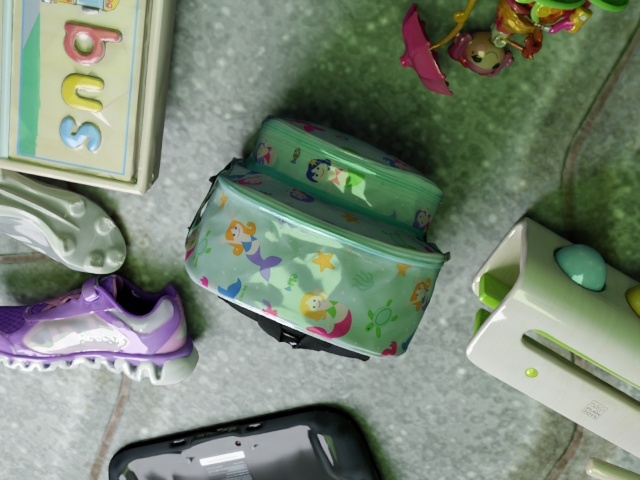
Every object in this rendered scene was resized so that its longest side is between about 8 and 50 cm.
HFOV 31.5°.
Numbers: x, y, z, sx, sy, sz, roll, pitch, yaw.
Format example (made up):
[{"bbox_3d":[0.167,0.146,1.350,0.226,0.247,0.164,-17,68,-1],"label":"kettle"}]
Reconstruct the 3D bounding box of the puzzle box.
[{"bbox_3d":[-0.256,-0.253,0.981,0.272,0.052,0.409,10,115,3],"label":"puzzle box"}]

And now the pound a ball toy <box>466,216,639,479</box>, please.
[{"bbox_3d":[0.298,0.127,1.042,0.319,0.208,0.136,29,121,-7],"label":"pound a ball toy"}]

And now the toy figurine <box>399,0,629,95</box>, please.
[{"bbox_3d":[0.143,-0.188,0.959,0.173,0.130,0.159,14,140,-27],"label":"toy figurine"}]

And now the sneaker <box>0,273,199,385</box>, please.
[{"bbox_3d":[-0.244,0.080,1.187,0.236,0.095,0.104,5,115,1],"label":"sneaker"}]

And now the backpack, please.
[{"bbox_3d":[0.000,0.000,0.997,0.225,0.253,0.191,23,102,-2],"label":"backpack"}]

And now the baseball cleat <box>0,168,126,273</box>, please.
[{"bbox_3d":[-0.294,-0.030,1.145,0.206,0.072,0.109,35,163,-31],"label":"baseball cleat"}]

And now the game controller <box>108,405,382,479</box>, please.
[{"bbox_3d":[-0.088,0.285,1.303,0.319,0.067,0.166,-15,103,18],"label":"game controller"}]
